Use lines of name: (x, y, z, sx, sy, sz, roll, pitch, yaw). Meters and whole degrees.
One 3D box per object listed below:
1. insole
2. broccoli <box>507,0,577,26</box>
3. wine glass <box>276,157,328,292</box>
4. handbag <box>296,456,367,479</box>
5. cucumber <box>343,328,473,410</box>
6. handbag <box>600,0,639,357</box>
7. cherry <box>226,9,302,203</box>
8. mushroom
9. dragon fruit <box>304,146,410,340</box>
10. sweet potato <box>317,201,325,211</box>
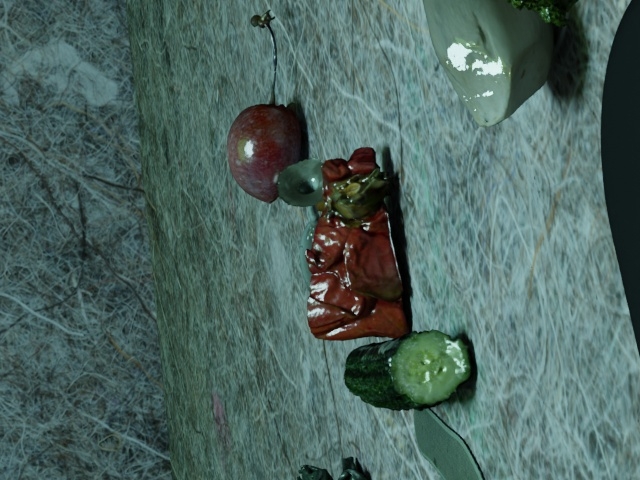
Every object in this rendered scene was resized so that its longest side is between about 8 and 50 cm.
insole: (0.123, 0.210, 1.703, 0.232, 0.003, 0.080, -128, 34, -65)
broccoli: (0.157, -0.207, 1.124, 0.138, 0.145, 0.162, 43, 129, 19)
wine glass: (0.000, 0.000, 1.905, 0.198, 0.066, 0.066, 76, 177, -52)
handbag: (0.036, 0.401, 1.997, 0.247, 0.079, 0.260, -125, 32, -63)
cucumber: (0.076, 0.127, 1.722, 0.265, 0.077, 0.077, 147, 115, -78)
handbag: (0.238, -0.008, 0.942, 0.254, 0.093, 0.308, 127, 135, -69)
cherry: (-0.065, -0.156, 2.145, 0.107, 0.090, 0.226, 64, -152, -89)
mushroom: (0.123, -0.175, 1.353, 0.097, 0.088, 0.212, 51, -160, -45)
dragon fruit: (0.055, 0.002, 1.804, 0.092, 0.122, 0.192, 4, 99, 36)
sweet potato: (0.021, -0.057, 1.920, 0.179, 0.044, 0.044, 156, 107, -72)
